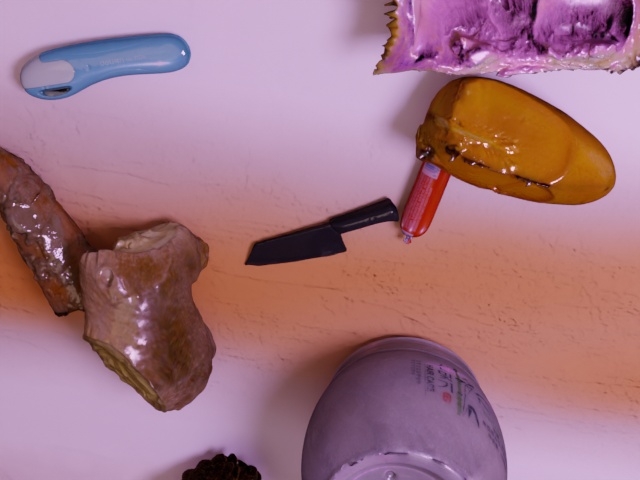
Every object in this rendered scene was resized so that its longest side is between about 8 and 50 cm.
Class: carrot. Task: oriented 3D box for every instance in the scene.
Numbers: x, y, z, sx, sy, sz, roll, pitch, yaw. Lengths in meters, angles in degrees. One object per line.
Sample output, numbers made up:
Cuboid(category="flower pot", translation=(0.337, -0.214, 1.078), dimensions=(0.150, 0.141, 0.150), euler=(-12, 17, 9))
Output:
Cuboid(category="carrot", translation=(-0.382, -0.023, 1.235), dimensions=(0.101, 0.102, 0.263), euler=(-24, 106, 15))

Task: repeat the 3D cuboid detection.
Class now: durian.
Cuboid(category="durian", translation=(0.226, -0.285, 1.050), dimensions=(0.341, 0.112, 0.191), euler=(-3, 106, -3))

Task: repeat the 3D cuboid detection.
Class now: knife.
Cuboid(category="knife", translation=(0.000, 0.000, 1.249), dimensions=(0.230, 0.028, 0.060), euler=(-16, 126, 14))
Cuboid(category="knife", translation=(-0.272, -0.222, 1.156), dimensions=(0.221, 0.031, 0.064), euler=(-9, 111, 5))

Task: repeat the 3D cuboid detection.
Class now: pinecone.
Cuboid(category="pinecone", translation=(-0.145, 0.419, 1.389), dimensions=(0.162, 0.163, 0.165), euler=(-16, 125, 12))

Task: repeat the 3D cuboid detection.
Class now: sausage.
Cuboid(category="sausage", translation=(0.140, -0.057, 1.198), dimensions=(0.050, 0.048, 0.145), euler=(-3, 124, -38))

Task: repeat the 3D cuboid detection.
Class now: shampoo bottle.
Cuboid(category="shampoo bottle", translation=(0.113, 0.287, 1.240), dimensions=(0.272, 0.266, 0.273), euler=(3, 117, 6))

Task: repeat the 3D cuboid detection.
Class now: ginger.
Cuboid(category="ginger", translation=(-0.217, 0.096, 1.236), dimensions=(0.130, 0.221, 0.276), euler=(9, 151, 35))

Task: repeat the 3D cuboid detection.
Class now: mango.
Cuboid(category="mango", translation=(0.244, -0.112, 1.099), dimensions=(0.252, 0.154, 0.126), euler=(18, 94, -11))
